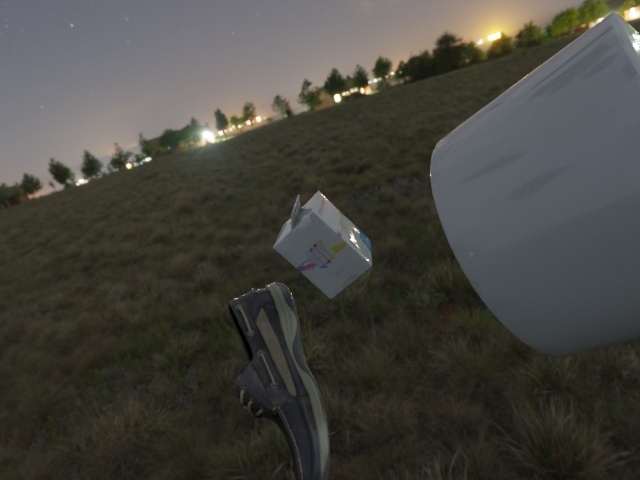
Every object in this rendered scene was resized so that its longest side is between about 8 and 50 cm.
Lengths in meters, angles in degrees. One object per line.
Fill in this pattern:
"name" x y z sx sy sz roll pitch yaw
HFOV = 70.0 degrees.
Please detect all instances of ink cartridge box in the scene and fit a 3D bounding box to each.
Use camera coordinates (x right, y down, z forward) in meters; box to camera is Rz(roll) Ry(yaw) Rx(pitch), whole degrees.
"ink cartridge box" 0.000 0.000 0.717 0.090 0.143 0.092 -42 14 21

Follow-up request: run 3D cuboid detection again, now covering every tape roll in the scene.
"tape roll" 0.240 -0.039 0.397 0.169 0.246 0.246 -36 0 43

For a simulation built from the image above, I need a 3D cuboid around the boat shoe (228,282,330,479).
"boat shoe" -0.081 0.243 0.773 0.130 0.132 0.355 -10 56 -14
